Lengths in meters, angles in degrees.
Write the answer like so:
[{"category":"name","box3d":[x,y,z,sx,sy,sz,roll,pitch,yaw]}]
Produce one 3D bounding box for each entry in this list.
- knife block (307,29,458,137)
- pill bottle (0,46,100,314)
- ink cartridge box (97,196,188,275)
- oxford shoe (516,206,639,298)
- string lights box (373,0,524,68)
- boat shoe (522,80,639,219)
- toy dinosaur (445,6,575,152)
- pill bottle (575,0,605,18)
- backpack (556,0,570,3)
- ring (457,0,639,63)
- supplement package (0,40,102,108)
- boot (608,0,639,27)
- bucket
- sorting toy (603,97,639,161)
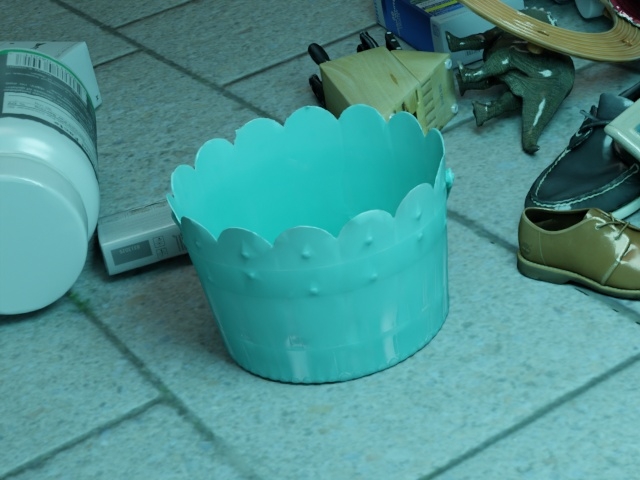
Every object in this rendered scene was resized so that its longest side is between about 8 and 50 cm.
[{"category":"knife block","box3d":[0.043,-0.186,1.724,0.242,0.088,0.275,7,34,31]},{"category":"pill bottle","box3d":[-0.364,-0.076,1.555,0.204,0.204,0.361,-13,29,-3]},{"category":"ink cartridge box","box3d":[-0.193,-0.013,1.572,0.145,0.045,0.179,-16,11,-8]},{"category":"oxford shoe","box3d":[0.293,0.007,1.312,0.212,0.076,0.076,8,33,27]},{"category":"string lights box","box3d":[0.185,-0.341,1.954,0.133,0.076,0.259,-20,30,-13]},{"category":"boat shoe","box3d":[0.343,-0.120,1.475,0.340,0.113,0.127,-29,34,-28]},{"category":"toy dinosaur","box3d":[0.256,-0.221,1.680,0.160,0.121,0.313,-17,26,2]},{"category":"pill bottle","box3d":[0.462,-0.380,1.889,0.187,0.112,0.112,-14,29,-4]},{"category":"backpack","box3d":[0.358,-0.473,1.974,0.254,0.225,0.191,-19,61,-14]},{"category":"ring","box3d":[0.279,-0.318,1.716,0.337,0.032,0.336,16,35,-11]},{"category":"supplement package","box3d":[-0.433,-0.228,1.946,0.179,0.105,0.105,4,32,25]},{"category":"boot","box3d":[0.503,-0.312,1.733,0.236,0.085,0.178,32,45,15]},{"category":"bucket","box3d":[0.000,0.000,1.316,0.281,0.183,0.281,-8,29,5]},{"category":"sorting toy","box3d":[0.426,-0.103,1.397,0.193,0.038,0.208,43,50,15]}]
